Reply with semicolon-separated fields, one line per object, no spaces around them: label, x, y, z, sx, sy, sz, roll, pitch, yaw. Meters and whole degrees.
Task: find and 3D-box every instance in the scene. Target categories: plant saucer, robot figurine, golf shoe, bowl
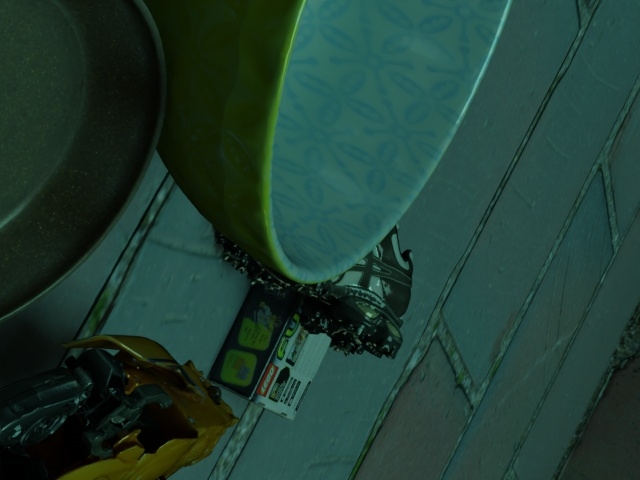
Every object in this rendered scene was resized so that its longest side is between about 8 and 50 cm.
plant saucer;-0.156;-0.042;0.752;0.199;0.036;0.198;-29;140;-27
robot figurine;-0.157;0.120;0.888;0.211;0.085;0.291;-45;163;10
golf shoe;0.000;0.000;1.190;0.198;0.077;0.094;47;61;-49
bowl;-0.017;-0.140;0.895;0.289;0.156;0.289;-51;155;-35

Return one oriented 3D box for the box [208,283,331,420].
box;-0.005;0.024;1.293;0.207;0.036;0.114;-64;160;-6

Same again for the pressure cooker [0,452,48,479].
pressure cooker;-0.160;0.251;0.555;0.370;0.375;0.420;-54;166;3
